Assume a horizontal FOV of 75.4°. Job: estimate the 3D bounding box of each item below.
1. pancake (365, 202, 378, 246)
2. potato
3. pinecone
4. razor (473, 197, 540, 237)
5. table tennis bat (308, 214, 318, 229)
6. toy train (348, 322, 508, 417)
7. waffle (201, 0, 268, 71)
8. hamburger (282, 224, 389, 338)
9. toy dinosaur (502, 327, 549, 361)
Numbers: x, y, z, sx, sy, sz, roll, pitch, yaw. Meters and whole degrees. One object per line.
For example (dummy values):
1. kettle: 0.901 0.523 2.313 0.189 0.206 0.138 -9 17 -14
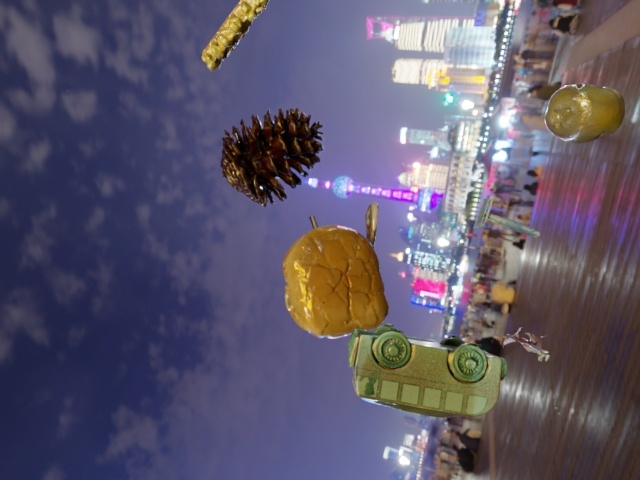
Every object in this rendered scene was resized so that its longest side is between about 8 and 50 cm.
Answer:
1. pancake: 0.153 -0.040 1.240 0.151 0.025 0.152 -177 90 -86
2. potato: 0.665 -0.320 1.029 0.193 0.157 0.157 -17 -52 -19
3. pinecone: -0.120 -0.226 1.093 0.292 0.246 0.246 -30 -30 -3
4. razor: 0.395 -0.035 0.865 0.040 0.134 0.068 135 154 -85
5. table tennis bat: 0.000 0.000 1.255 0.014 0.095 0.158 -22 -86 -22
6. toy train: 0.213 0.264 0.845 0.129 0.325 0.160 94 -174 -87
7. waffle: -0.221 -0.607 1.143 0.062 0.329 0.330 36 -121 -26
8. hamburger: 0.045 0.104 1.090 0.158 0.318 0.319 -32 37 63
9. toy dinosaur: 0.528 0.263 1.054 0.220 0.108 0.032 6 -71 -36
